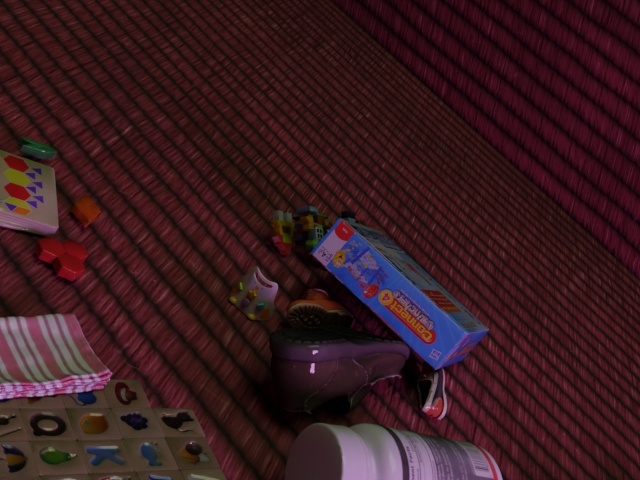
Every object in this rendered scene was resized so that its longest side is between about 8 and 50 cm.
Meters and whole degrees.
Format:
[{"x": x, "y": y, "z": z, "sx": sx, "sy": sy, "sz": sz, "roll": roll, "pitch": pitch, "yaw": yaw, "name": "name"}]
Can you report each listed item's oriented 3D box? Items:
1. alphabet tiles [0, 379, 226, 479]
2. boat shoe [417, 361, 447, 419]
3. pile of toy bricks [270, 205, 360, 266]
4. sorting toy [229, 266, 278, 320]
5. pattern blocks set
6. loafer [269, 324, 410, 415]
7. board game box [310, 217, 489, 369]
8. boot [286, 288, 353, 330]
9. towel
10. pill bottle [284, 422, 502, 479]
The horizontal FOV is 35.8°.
[{"x": -0.278, "y": 0.255, "z": 1.155, "sx": 0.343, "sy": 0.011, "sz": 0.285, "roll": 6, "pitch": 29, "yaw": -33, "name": "alphabet tiles"}, {"x": 0.193, "y": 0.259, "z": 1.756, "sx": 0.043, "sy": 0.049, "sz": 0.137, "roll": 25, "pitch": 32, "yaw": -17, "name": "boat shoe"}, {"x": 0.000, "y": 0.000, "z": 1.926, "sx": 0.212, "sy": 0.118, "sz": 0.105, "roll": 11, "pitch": 72, "yaw": -59, "name": "pile of toy bricks"}, {"x": -0.108, "y": 0.085, "z": 1.653, "sx": 0.083, "sy": 0.075, "sz": 0.045, "roll": 40, "pitch": 26, "yaw": 11, "name": "sorting toy"}, {"x": -0.479, "y": -0.076, "z": 1.534, "sx": 0.285, "sy": 0.026, "sz": 0.325, "roll": 24, "pitch": 28, "yaw": -23, "name": "pattern blocks set"}, {"x": 0.022, "y": 0.209, "z": 1.582, "sx": 0.134, "sy": 0.130, "sz": 0.366, "roll": 11, "pitch": 1, "yaw": 32, "name": "loafer"}, {"x": 0.156, "y": 0.098, "z": 1.836, "sx": 0.302, "sy": 0.086, "sz": 0.308, "roll": 43, "pitch": 8, "yaw": 15, "name": "board game box"}, {"x": -0.018, "y": 0.119, "z": 1.734, "sx": 0.158, "sy": 0.059, "sz": 0.084, "roll": 14, "pitch": 29, "yaw": -53, "name": "boot"}, {"x": -0.377, "y": 0.140, "z": 1.250, "sx": 0.197, "sy": 0.029, "sz": 0.144, "roll": 1, "pitch": 33, "yaw": -41, "name": "towel"}, {"x": 0.101, "y": 0.342, "z": 1.369, "sx": 0.283, "sy": 0.161, "sz": 0.161, "roll": 17, "pitch": 31, "yaw": -33, "name": "pill bottle"}]
